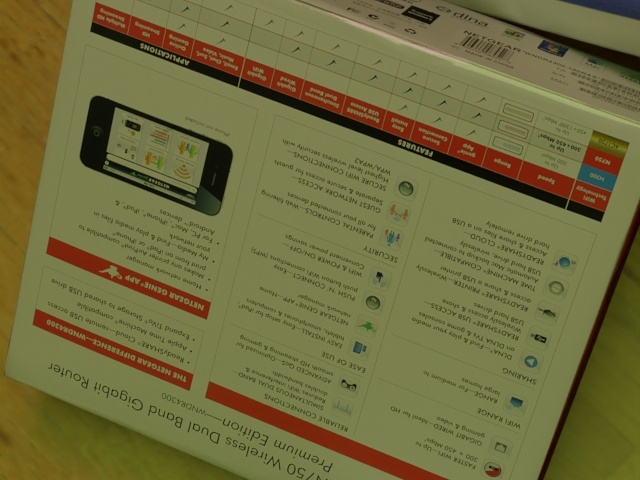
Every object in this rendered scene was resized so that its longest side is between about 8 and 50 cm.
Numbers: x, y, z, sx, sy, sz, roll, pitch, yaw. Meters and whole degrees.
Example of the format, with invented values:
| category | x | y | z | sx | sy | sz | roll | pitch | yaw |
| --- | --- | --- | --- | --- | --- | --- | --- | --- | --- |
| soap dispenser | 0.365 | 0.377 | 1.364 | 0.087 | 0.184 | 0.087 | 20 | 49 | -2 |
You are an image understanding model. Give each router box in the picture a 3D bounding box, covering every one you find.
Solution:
| category | x | y | z | sx | sy | sz | roll | pitch | yaw |
| --- | --- | --- | --- | --- | --- | --- | --- | --- | --- |
| router box | 0.000 | 0.000 | 0.979 | 0.335 | 0.082 | 0.301 | 22 | 118 | 11 |

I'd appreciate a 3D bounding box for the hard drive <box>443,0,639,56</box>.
| category | x | y | z | sx | sy | sz | roll | pitch | yaw |
| --- | --- | --- | --- | --- | --- | --- | --- | --- | --- |
| hard drive | 0.193 | -0.177 | 0.964 | 0.210 | 0.040 | 0.318 | -33 | 36 | -29 |
